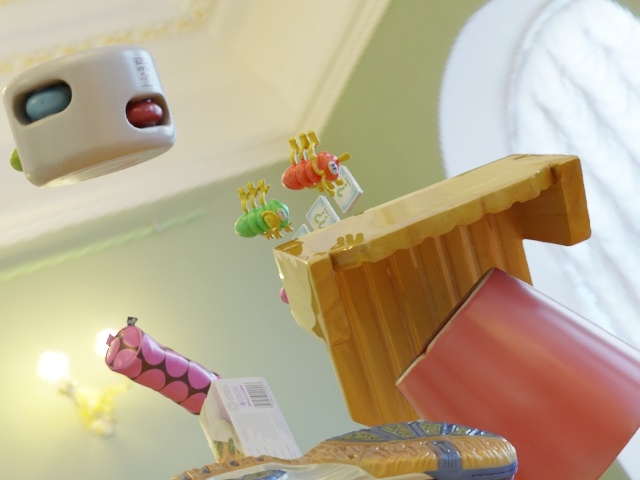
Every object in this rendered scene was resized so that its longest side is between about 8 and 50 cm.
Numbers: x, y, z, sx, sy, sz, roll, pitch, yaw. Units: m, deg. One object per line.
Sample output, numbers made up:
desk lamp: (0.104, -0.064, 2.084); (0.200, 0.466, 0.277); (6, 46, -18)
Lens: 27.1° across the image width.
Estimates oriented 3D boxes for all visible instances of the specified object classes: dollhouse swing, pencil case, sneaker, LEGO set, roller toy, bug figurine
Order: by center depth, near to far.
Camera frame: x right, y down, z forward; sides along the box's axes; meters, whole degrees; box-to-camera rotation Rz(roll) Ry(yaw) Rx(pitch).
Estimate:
sneaker: (0.019, 0.232, 1.086); (0.296, 0.131, 0.112); (-10, 6, -5)
roller toy: (-0.280, -0.158, 1.619); (0.209, 0.146, 0.191); (-17, 0, -18)
dollhouse swing: (0.163, 0.092, 1.664); (0.347, 0.305, 0.315); (-21, 8, -10)
bug figurine: (0.000, 0.000, 1.804); (0.216, 0.279, 0.072); (-22, 20, 34)
LEGO set: (0.025, 0.016, 2.157); (0.060, 0.244, 0.182); (14, -58, -38)
pencil case: (-0.258, 0.213, 2.190); (0.209, 0.098, 0.095); (39, -110, -38)

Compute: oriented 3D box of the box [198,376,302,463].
box: (-0.036, 0.267, 1.300); (0.067, 0.324, 0.063); (-1, -50, -29)

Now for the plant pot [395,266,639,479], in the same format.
plant pot: (0.243, 0.181, 1.631); (0.275, 0.243, 0.275); (-50, -5, -6)
